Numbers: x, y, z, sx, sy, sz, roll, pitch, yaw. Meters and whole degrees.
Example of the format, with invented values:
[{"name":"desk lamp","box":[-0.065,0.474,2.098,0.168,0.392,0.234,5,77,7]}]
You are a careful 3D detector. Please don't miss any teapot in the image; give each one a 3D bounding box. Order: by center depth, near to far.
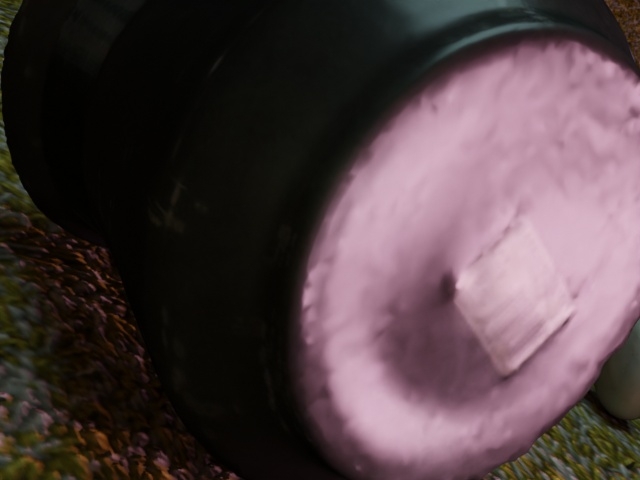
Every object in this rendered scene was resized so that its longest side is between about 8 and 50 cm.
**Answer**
[{"name":"teapot","box":[0.003,-0.027,0.785,0.362,0.305,0.376,35,-14,49]}]

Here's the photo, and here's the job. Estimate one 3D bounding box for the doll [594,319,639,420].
[{"name":"doll","box":[0.209,-0.052,1.240,0.376,0.187,0.365,53,43,-4]}]
